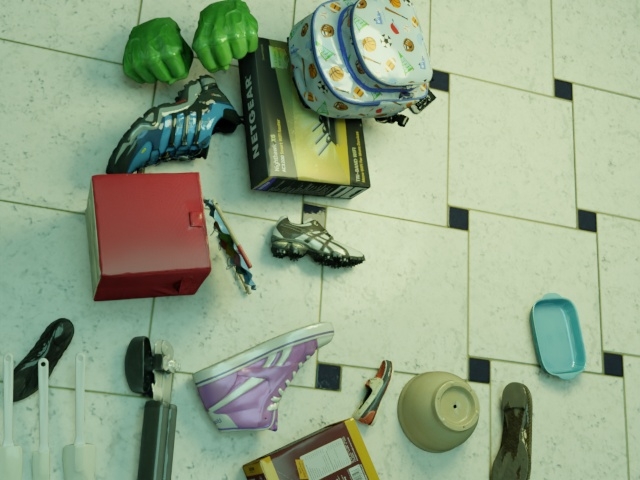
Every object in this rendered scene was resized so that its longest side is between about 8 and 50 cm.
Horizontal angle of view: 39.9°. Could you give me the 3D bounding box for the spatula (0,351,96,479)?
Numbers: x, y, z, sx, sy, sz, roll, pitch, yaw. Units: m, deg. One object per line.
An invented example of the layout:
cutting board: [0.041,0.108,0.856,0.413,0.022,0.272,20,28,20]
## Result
spatula: [-0.471,0.313,1.514,0.168,0.019,0.242,0,83,-13]

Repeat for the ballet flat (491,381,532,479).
ballet flat: [0.395,0.410,1.778,0.058,0.084,0.250,34,56,-45]

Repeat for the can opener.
can opener: [-0.300,0.312,1.575,0.093,0.074,0.281,-8,70,15]

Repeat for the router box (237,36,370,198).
router box: [-0.034,-0.248,1.808,0.242,0.081,0.309,2,72,-32]

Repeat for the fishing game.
fishing game: [-0.172,0.012,1.606,0.041,0.264,0.189,-28,84,-10]

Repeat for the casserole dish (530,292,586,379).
casserole dish: [0.506,0.208,1.896,0.114,0.037,0.189,-2,74,-20]

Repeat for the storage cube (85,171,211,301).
storage cube: [-0.317,-0.003,1.598,0.193,0.183,0.215,-3,74,-19]

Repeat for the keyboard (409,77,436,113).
keyboard: [0.187,-0.383,1.978,0.192,0.038,0.100,47,64,-1]

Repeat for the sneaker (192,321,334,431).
sneaker: [-0.082,0.264,1.647,0.282,0.102,0.161,-24,85,-13]

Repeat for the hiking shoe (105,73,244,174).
hiking shoe: [-0.280,-0.200,1.714,0.132,0.113,0.304,46,65,0]

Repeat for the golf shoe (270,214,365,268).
golf shoe: [0.000,0.000,1.767,0.198,0.077,0.094,12,69,-16]

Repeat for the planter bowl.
planter bowl: [0.246,0.329,1.726,0.162,0.109,0.162,6,71,-18]

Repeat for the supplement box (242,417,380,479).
supplement box: [-0.007,0.451,1.587,0.194,0.129,0.191,-20,80,-24]

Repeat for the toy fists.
toy fists: [-0.255,-0.380,1.732,0.279,0.096,0.142,-13,39,5]

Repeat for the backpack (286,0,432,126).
backpack: [0.076,-0.363,1.751,0.263,0.213,0.277,-15,82,-28]

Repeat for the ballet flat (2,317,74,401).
ballet flat: [-0.494,0.212,1.552,0.057,0.049,0.173,44,70,-21]

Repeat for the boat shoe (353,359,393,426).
boat shoe: [0.105,0.293,1.725,0.043,0.049,0.137,25,71,-8]
